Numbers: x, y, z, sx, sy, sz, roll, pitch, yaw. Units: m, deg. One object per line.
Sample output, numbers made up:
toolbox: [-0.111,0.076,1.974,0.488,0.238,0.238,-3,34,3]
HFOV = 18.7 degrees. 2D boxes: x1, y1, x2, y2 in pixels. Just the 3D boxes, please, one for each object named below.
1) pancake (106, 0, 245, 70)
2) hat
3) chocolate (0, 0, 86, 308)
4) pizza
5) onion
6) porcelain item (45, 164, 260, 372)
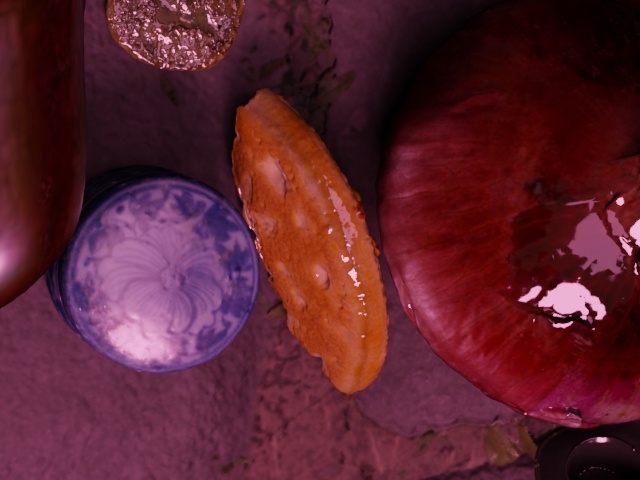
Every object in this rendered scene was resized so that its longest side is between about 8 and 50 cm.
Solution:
pancake: [-0.107,-0.174,1.448,0.108,0.017,0.108,-4,103,-17]
hat: [0.234,0.197,1.578,0.121,0.121,0.050,-31,144,-11]
chocolate: [-0.304,-0.081,1.218,0.383,0.383,0.331,-14,102,-15]
pizza: [0.001,-0.001,1.466,0.058,0.127,0.246,-30,99,-35]
onion: [0.222,-0.032,1.439,0.347,0.285,0.348,1,87,-18]
porcelain item: [-0.123,0.021,1.422,0.147,0.114,0.147,-2,98,-18]
